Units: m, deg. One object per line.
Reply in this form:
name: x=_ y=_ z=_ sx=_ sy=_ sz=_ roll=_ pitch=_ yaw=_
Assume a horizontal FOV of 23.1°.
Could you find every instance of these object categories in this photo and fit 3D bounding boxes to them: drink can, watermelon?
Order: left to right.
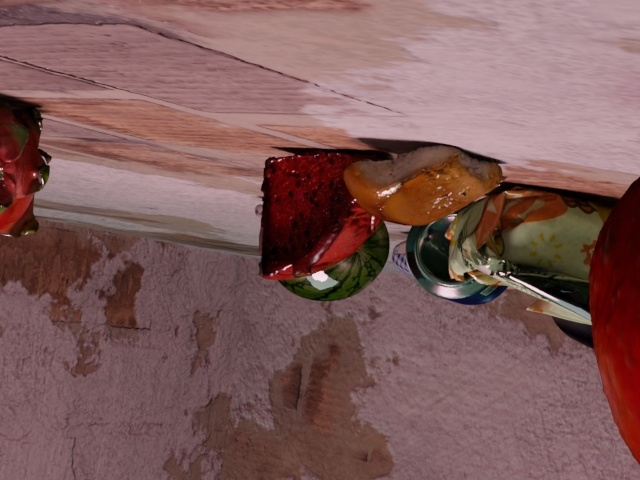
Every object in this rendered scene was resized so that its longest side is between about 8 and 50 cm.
watermelon: x=0.000 y=0.000 z=1.802 sx=0.141 sy=0.140 sz=0.187 roll=9 pitch=-179 yaw=-22
drink can: x=0.173 y=0.019 z=1.882 sx=0.118 sy=0.118 sz=0.205 roll=7 pitch=176 yaw=13

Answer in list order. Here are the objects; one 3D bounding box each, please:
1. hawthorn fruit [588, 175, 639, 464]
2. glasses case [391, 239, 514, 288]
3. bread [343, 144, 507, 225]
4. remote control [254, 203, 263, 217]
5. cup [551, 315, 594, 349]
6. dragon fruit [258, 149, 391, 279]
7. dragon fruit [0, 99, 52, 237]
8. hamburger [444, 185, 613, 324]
hawthorn fruit: x=0.287 y=0.038 z=0.882 sx=0.265 sy=0.265 sz=0.307 roll=8 pitch=169 yaw=-1
glasses case: x=0.225 y=0.033 z=2.358 sx=0.125 sy=0.076 sz=0.327 roll=12 pitch=176 yaw=-26
bread: x=0.090 y=-0.046 z=1.382 sx=0.126 sy=0.044 sz=0.129 roll=-18 pitch=157 yaw=30
remote control: x=-0.026 y=-0.035 z=2.255 sx=0.067 sy=0.029 sz=0.261 roll=7 pitch=179 yaw=16
cup: x=0.365 y=0.040 z=1.951 sx=0.166 sy=0.239 sz=0.177 roll=-34 pitch=-167 yaw=-11
dragon fruit: x=0.023 y=-0.024 z=1.511 sx=0.161 sy=0.120 sz=0.127 roll=-5 pitch=175 yaw=45
dragon fruit: x=-0.343 y=-0.064 z=1.482 sx=0.135 sy=0.137 sz=0.236 roll=20 pitch=161 yaw=-36
hamburger: x=0.250 y=0.016 z=1.632 sx=0.235 sy=0.125 sz=0.214 roll=12 pitch=-177 yaw=0
